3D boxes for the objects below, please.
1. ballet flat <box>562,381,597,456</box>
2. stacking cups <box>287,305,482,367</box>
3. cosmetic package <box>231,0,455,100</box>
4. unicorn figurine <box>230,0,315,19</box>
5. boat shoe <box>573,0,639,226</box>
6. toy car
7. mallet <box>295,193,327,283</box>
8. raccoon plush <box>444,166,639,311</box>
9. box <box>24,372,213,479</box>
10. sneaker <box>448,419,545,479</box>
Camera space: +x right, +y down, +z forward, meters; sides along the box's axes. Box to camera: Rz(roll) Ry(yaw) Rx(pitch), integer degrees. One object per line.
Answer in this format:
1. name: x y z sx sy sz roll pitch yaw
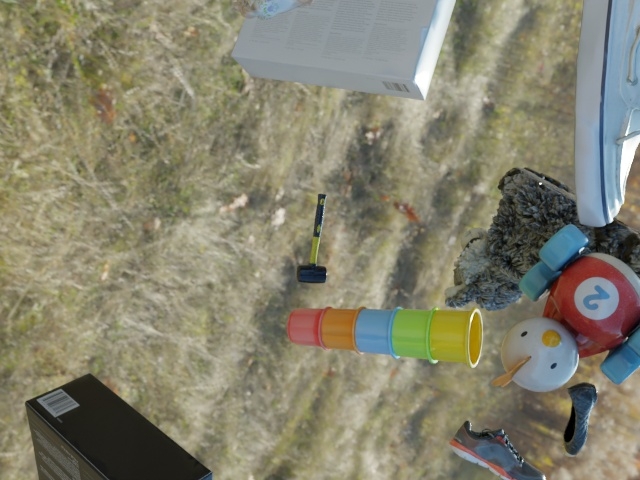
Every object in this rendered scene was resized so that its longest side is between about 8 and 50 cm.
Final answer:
1. ballet flat: 0.426 0.301 1.366 0.057 0.049 0.173 -88 178 -54
2. stacking cups: 0.099 0.141 1.317 0.096 0.316 0.096 -14 106 -63
3. cosmetic package: 0.051 -0.431 1.521 0.097 0.377 0.284 35 71 -64
4. unicorn figurine: -0.050 -0.373 1.231 0.162 0.111 0.060 -34 121 1
5. boat shoe: 0.389 -0.196 0.962 0.136 0.156 0.367 15 80 -68
6. toy car: 0.354 0.144 1.205 0.238 0.219 0.210 -34 159 -21
7. mallet: 0.000 0.000 1.645 0.039 0.062 0.189 -133 -124 -68
8. raccoon plush: 0.387 0.064 1.419 0.216 0.446 0.299 19 108 -21
9. box: -0.248 0.311 1.002 0.103 0.261 0.184 -21 126 -41
10. sneaker: 0.282 0.330 1.257 0.061 0.158 0.065 35 80 -86
